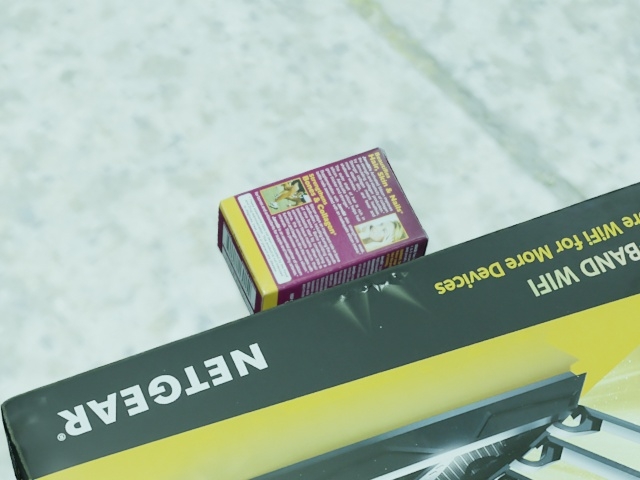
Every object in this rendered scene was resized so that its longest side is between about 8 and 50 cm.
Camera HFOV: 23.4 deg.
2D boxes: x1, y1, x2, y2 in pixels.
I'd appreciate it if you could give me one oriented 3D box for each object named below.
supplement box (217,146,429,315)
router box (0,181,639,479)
[{"bbox_3d":[0.000,0.000,0.716,0.083,0.043,0.055,-18,63,-15],"label":"supplement box"},{"bbox_3d":[0.057,0.131,0.621,0.309,0.081,0.243,-19,63,-16],"label":"router box"}]
